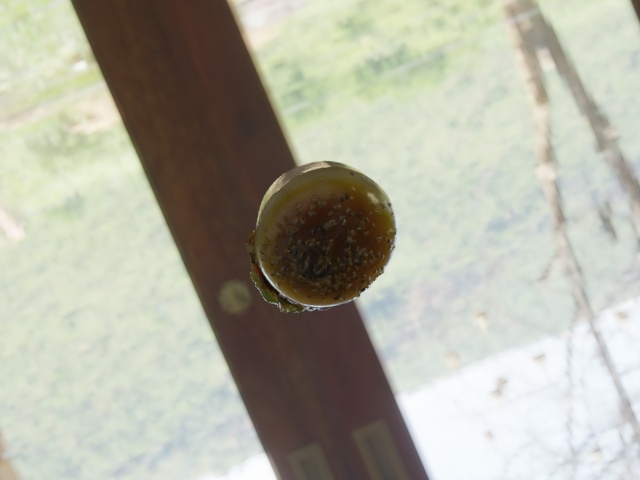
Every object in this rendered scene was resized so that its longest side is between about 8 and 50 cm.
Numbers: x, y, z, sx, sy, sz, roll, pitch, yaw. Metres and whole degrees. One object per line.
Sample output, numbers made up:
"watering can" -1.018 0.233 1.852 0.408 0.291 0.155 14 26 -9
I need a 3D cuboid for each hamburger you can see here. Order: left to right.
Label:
"hamburger" 0.000 0.000 1.420 0.141 0.126 0.081 -36 -156 11
